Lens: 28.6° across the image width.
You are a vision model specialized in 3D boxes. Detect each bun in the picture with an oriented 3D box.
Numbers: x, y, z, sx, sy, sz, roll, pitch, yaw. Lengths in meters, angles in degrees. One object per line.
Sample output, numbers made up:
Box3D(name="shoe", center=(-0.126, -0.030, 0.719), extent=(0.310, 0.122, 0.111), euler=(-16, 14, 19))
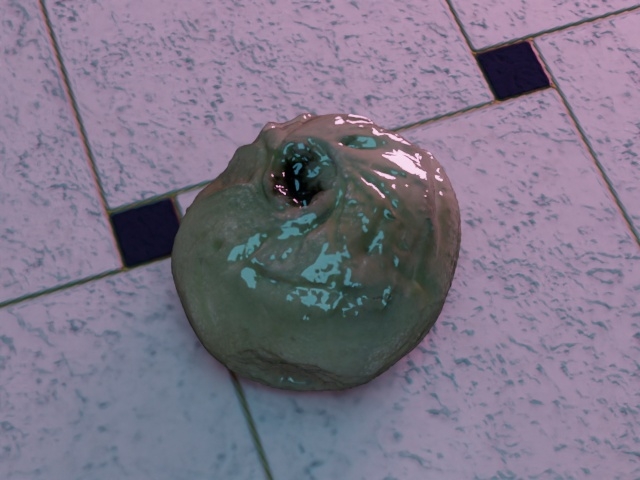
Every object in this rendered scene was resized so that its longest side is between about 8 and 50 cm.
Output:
Box3D(name="bun", center=(-0.001, 0.002, 0.903), extent=(0.221, 0.108, 0.221), euler=(1, 62, -2))
